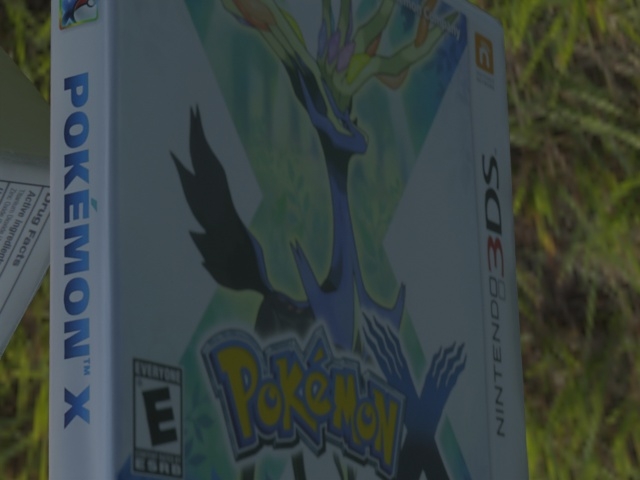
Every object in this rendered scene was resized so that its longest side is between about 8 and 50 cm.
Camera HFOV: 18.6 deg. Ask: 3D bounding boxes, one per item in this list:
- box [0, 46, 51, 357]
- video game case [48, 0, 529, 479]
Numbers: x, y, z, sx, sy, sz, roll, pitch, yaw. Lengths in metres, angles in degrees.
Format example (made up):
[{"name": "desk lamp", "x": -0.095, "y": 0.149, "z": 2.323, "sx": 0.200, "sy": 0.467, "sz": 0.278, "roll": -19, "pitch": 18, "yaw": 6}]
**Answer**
[{"name": "box", "x": -0.275, "y": -0.026, "z": 0.872, "sx": 0.311, "sy": 0.121, "sz": 0.148, "roll": 8, "pitch": 120, "yaw": -43}, {"name": "video game case", "x": 0.000, "y": 0.000, "z": 0.846, "sx": 0.036, "sy": 0.299, "sz": 0.329, "roll": -11, "pitch": 163, "yaw": 31}]
